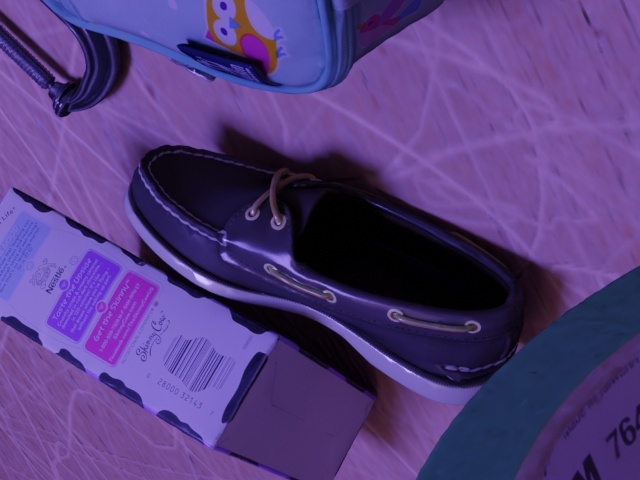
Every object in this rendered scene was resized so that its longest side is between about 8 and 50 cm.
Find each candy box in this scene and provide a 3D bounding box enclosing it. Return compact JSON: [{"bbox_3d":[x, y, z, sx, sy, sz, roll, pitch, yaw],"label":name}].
[{"bbox_3d":[-0.087,0.060,0.833,0.196,0.070,0.165,27,174,26],"label":"candy box"}]

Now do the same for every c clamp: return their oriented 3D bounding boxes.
[{"bbox_3d":[-0.181,-0.130,0.848,0.161,0.022,0.137,40,141,11],"label":"c clamp"}]

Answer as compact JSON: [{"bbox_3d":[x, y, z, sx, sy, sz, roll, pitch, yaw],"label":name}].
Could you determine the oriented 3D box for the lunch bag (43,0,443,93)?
[{"bbox_3d":[-0.064,-0.195,0.574,0.224,0.108,0.279,21,139,32],"label":"lunch bag"}]

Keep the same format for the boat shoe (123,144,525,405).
[{"bbox_3d":[0.000,0.000,0.740,0.228,0.081,0.068,26,139,15],"label":"boat shoe"}]

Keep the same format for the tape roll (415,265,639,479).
[{"bbox_3d":[0.177,0.091,0.425,0.321,0.321,0.077,1,127,46],"label":"tape roll"}]
